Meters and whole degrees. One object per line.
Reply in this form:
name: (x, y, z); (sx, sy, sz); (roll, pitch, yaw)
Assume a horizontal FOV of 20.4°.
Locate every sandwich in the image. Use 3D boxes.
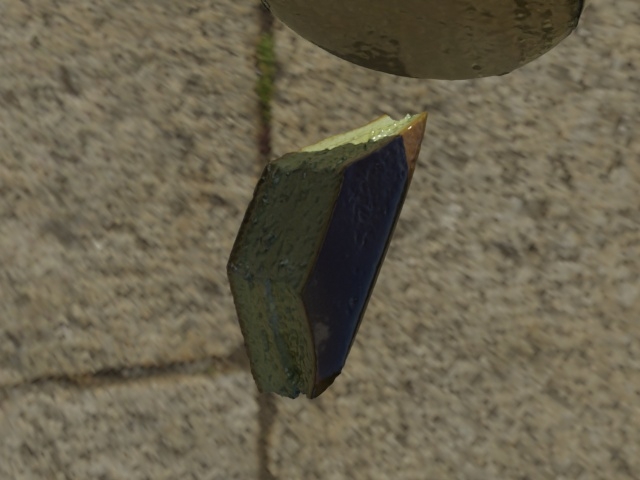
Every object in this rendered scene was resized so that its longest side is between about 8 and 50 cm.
sandwich: (0.000, 0.000, 1.430); (0.096, 0.094, 0.258); (28, 78, -41)

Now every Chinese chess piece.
Chinese chess piece: (0.069, -0.213, 1.217); (0.250, 0.251, 0.097); (25, 59, -25)
